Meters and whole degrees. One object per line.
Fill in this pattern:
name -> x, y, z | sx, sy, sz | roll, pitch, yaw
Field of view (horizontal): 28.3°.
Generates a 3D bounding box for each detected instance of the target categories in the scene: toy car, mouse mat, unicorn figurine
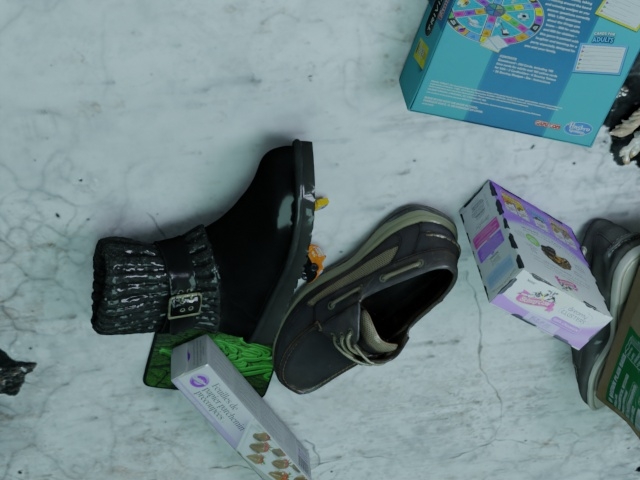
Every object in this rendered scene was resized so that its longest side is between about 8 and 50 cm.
toy car -> 0.000, 0.000, 1.721 | 0.040, 0.060, 0.122 | -17, 145, -37
mouse mat -> -0.156, 0.170, 1.862 | 0.189, 0.007, 0.153 | 8, 126, -15
unicorn figurine -> 0.473, -0.127, 1.685 | 0.162, 0.060, 0.111 | 23, 122, -24

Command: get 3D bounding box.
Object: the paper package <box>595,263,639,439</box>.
paper package -> 0.580, 0.123, 1.783 | 0.309, 0.168, 0.325 | -12, 132, -24

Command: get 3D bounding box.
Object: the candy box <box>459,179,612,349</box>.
candy box -> 0.284, 0.032, 1.695 | 0.165, 0.196, 0.070 | 28, 119, -26

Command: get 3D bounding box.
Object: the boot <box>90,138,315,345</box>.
boot -> -0.156, 0.005, 1.651 | 0.260, 0.131, 0.348 | 8, 127, -15

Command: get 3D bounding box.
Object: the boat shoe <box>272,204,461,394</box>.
boat shoe -> 0.056, 0.103, 1.759 | 0.132, 0.130, 0.355 | 27, 120, -26

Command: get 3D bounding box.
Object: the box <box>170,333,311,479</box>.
box -> -0.114, 0.267, 1.900 | 0.063, 0.067, 0.324 | -24, 130, 14

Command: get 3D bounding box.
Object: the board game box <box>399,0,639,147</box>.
board game box -> 0.270, -0.288, 1.515 | 0.253, 0.079, 0.336 | 10, 126, -16

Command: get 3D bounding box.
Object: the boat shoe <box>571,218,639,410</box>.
boat shoe -> 0.418, 0.107, 1.857 | 0.112, 0.095, 0.335 | -23, 137, -23
